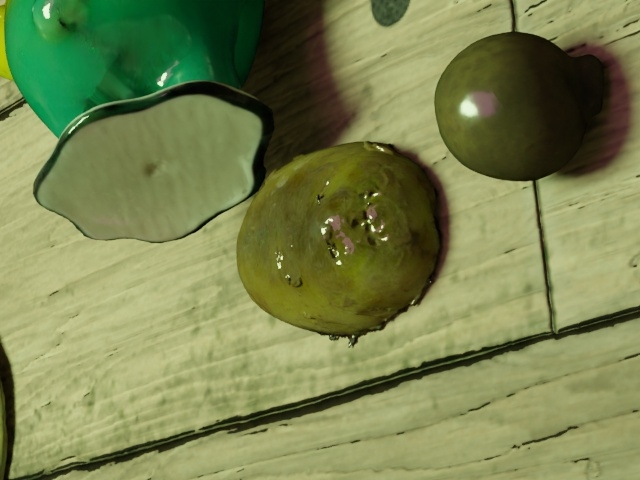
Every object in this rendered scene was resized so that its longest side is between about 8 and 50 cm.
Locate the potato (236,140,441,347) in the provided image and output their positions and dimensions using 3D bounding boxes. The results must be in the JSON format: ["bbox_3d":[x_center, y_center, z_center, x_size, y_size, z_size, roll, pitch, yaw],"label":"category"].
[{"bbox_3d":[0.000,0.000,1.281,0.200,0.081,0.164,-15,74,51],"label":"potato"}]

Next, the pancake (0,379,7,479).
[{"bbox_3d":[-0.400,0.204,1.765,0.250,0.031,0.250,-10,76,48],"label":"pancake"}]

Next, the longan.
[{"bbox_3d":[0.138,-0.093,1.121,0.119,0.106,0.106,-18,64,3],"label":"longan"}]

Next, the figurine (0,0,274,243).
[{"bbox_3d":[-0.163,-0.188,1.385,0.323,0.231,0.340,-32,51,20],"label":"figurine"}]
